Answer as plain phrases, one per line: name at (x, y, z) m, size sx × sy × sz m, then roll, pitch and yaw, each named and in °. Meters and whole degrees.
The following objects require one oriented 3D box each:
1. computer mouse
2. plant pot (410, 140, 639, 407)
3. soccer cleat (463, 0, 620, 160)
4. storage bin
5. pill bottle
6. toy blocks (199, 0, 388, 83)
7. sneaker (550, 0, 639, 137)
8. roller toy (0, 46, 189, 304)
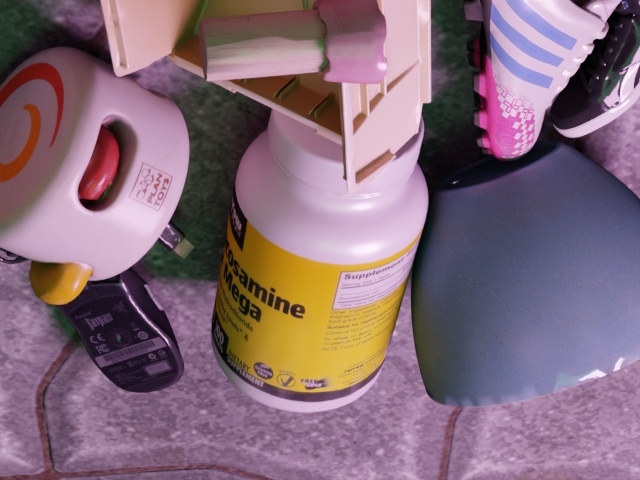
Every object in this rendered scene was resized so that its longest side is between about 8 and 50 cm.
computer mouse at (-0.198, 0.042, 1.706) m, size 0.184 × 0.060 × 0.262 m, roll -24°, pitch 123°, yaw 22°
plant pot at (0.208, 0.015, 1.613) m, size 0.290 × 0.290 × 0.195 m, roll -19°, pitch 101°, yaw 11°
soccer cleat at (0.202, -0.179, 1.457) m, size 0.143 × 0.116 × 0.331 m, roll -5°, pitch 149°, yaw 6°
storage bin at (-0.050, -0.200, 1.323) m, size 0.262 × 0.123 × 0.260 m, roll 27°, pitch 144°, yaw 27°
pill bottle at (0.000, 0.000, 1.595) m, size 0.188 × 0.188 × 0.334 m, roll 2°, pitch 135°, yaw -11°
toy blocks at (0.041, -0.295, 1.032) m, size 0.260 × 0.309 × 0.288 m, roll -6°, pitch 155°, yaw -9°
sneaker at (0.272, -0.201, 1.515) m, size 0.121 × 0.079 × 0.217 m, roll 35°, pitch 114°, yaw -32°
roller toy at (-0.219, -0.065, 1.482) m, size 0.146 × 0.209 × 0.191 m, roll 26°, pitch 126°, yaw -38°
